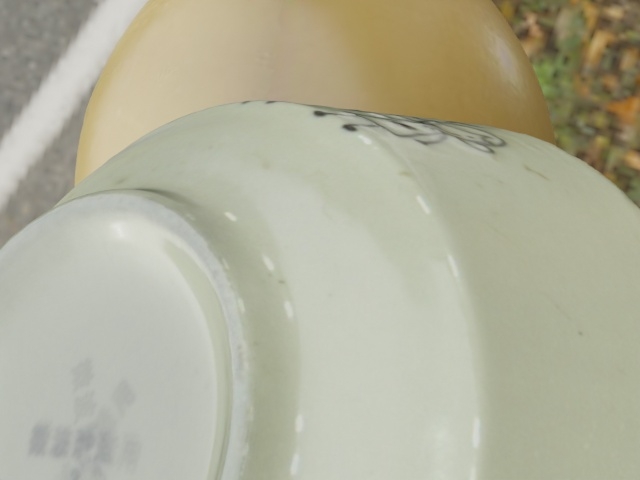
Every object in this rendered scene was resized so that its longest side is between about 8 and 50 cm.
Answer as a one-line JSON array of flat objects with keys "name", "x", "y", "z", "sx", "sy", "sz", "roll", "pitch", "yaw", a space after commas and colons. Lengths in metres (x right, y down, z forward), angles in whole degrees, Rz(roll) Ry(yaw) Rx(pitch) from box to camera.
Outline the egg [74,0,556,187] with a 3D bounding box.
[{"name": "egg", "x": 0.000, "y": 0.000, "z": 0.739, "sx": 0.201, "sy": 0.201, "sz": 0.244, "roll": -41, "pitch": 46, "yaw": 49}]

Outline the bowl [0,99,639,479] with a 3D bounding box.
[{"name": "bowl", "x": -0.021, "y": 0.064, "z": 0.478, "sx": 0.237, "sy": 0.126, "sz": 0.238, "roll": -17, "pitch": 62, "yaw": 37}]
